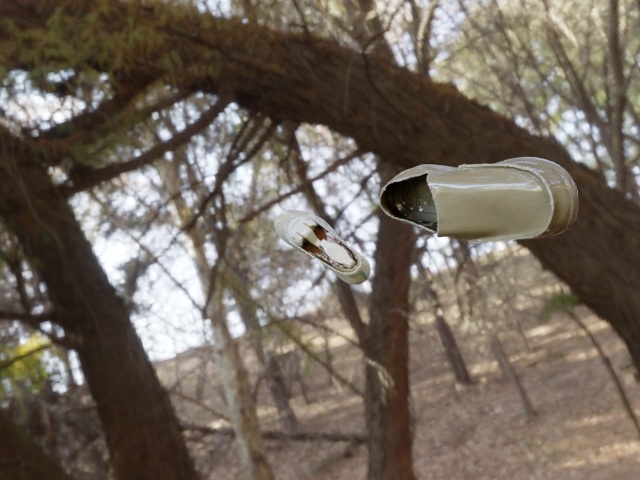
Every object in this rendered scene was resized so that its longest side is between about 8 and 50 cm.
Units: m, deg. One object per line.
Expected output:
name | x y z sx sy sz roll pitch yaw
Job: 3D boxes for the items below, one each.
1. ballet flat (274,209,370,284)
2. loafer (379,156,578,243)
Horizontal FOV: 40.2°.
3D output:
ballet flat | 0.000 0.000 1.197 0.057 0.168 0.052 -55 -24 -6
loafer | 0.097 -0.023 0.569 0.050 0.056 0.148 -21 14 -38
